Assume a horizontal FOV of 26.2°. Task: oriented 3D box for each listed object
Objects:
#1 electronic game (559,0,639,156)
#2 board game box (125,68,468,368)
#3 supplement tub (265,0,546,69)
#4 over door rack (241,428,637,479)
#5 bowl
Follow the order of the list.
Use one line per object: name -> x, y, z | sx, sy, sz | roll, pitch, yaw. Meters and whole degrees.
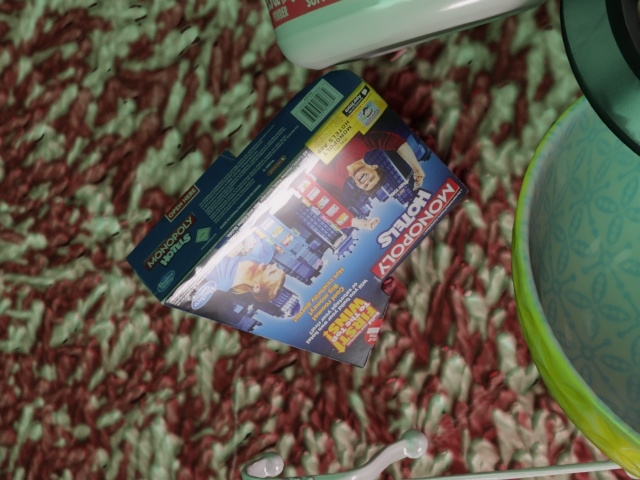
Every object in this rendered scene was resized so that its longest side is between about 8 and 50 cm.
electronic game -> 0.256, -0.131, 0.818 | 0.229, 0.048, 0.229 | 1, 70, -3
board game box -> 0.000, 0.000, 0.957 | 0.194, 0.194, 0.060 | -47, 46, 2
supplement tub -> 0.032, -0.258, 0.861 | 0.191, 0.191, 0.272 | -15, 95, 24
over door rack -> 0.115, 0.264, 0.995 | 0.324, 0.108, 0.239 | -3, 101, 8
bowl -> 0.245, 0.047, 0.841 | 0.289, 0.289, 0.156 | 35, 153, 12
